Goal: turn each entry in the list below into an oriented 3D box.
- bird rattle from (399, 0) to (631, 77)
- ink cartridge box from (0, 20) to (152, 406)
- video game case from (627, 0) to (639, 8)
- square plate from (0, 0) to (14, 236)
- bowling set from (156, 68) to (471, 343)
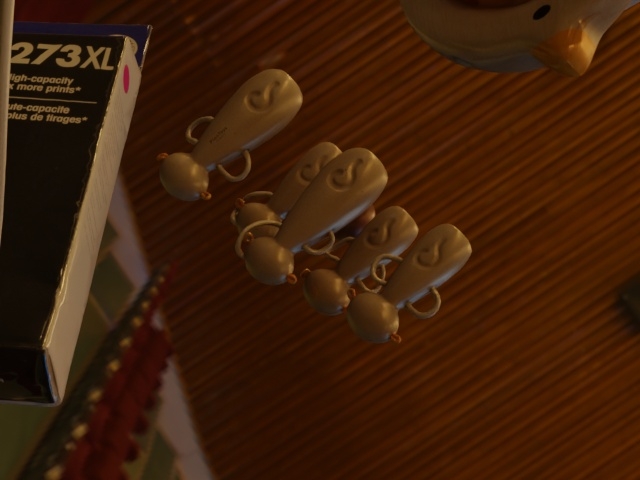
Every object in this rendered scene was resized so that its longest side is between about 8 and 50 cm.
[{"bbox_3d":[0.117,-0.199,0.732,0.253,0.207,0.143,25,-4,33],"label":"bird rattle"},{"bbox_3d":[-0.225,-0.055,0.848,0.371,0.175,0.069,-86,177,-47],"label":"ink cartridge box"},{"bbox_3d":[0.257,-0.278,0.935,0.022,0.173,0.190,16,63,-33],"label":"video game case"},{"bbox_3d":[-0.306,-0.169,0.619,0.049,0.344,0.347,-74,173,-78],"label":"square plate"},{"bbox_3d":[0.000,0.000,1.200,0.287,0.154,0.200,44,-9,20],"label":"bowling set"}]
